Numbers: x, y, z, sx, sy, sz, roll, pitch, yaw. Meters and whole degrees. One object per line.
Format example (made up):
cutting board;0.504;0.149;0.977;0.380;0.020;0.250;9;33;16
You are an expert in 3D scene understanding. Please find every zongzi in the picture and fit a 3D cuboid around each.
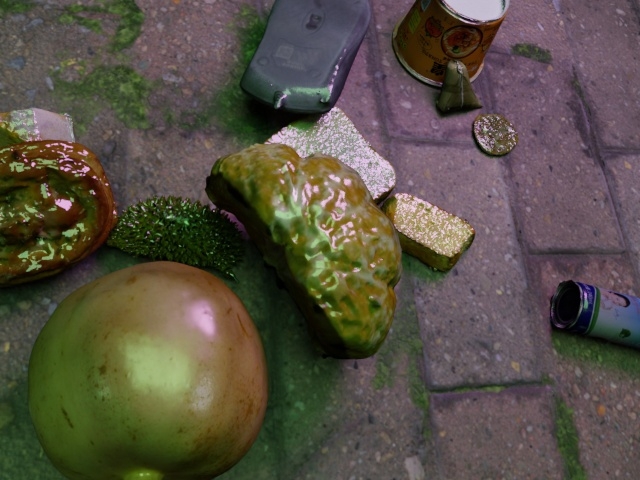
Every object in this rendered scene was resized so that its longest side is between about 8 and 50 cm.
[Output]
zongzi;0.305;-0.321;1.163;0.113;0.104;0.052;-6;42;-19

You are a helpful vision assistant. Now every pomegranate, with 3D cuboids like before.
pomegranate;-0.211;0.187;0.724;0.319;0.319;0.319;5;67;-12

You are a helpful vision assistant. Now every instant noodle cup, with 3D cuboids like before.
instant noodle cup;0.278;-0.456;1.169;0.216;0.172;0.216;5;66;-11

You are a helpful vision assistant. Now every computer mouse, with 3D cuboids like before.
computer mouse;-0.021;-0.360;1.077;0.188;0.122;0.371;16;59;8

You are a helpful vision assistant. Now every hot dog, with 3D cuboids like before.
hot dog;-0.448;-0.040;0.825;0.272;0.122;0.196;-18;111;-15

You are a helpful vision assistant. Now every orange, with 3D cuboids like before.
orange;0.000;0.000;0.838;0.210;0.271;0.369;-33;86;-5

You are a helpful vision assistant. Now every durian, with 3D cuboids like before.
durian;-0.222;-0.020;0.912;0.220;0.095;0.137;17;66;-14

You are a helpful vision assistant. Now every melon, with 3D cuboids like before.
melon;-0.454;-0.163;0.914;0.202;0.093;0.139;36;57;-6

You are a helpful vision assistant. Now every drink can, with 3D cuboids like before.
drink can;0.556;0.145;1.040;0.235;0.097;0.097;15;66;-9

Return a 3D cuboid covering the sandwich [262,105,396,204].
sandwich;0.019;-0.132;1.032;0.186;0.065;0.215;-35;81;-24

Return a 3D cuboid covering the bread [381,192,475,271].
bread;0.196;-0.015;1.034;0.187;0.065;0.103;29;59;-3

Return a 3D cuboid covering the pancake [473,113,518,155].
pancake;0.370;-0.224;1.184;0.108;0.017;0.108;5;70;-15
